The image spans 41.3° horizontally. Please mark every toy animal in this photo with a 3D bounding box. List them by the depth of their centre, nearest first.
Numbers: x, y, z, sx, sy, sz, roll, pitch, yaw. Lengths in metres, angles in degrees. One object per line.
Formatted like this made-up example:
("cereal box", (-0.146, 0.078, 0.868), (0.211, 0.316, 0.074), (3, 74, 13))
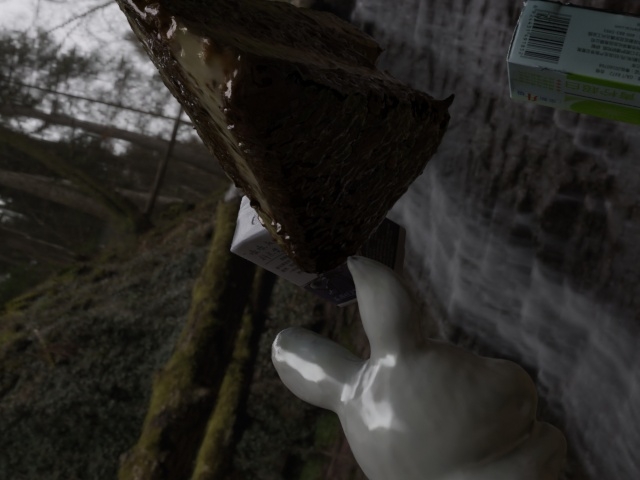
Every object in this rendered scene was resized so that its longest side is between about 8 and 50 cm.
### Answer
("toy animal", (0.100, 0.199, 0.796), (0.241, 0.367, 0.196), (1, -38, -48))

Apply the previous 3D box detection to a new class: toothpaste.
("toothpaste", (0.327, -0.127, 0.700), (0.081, 0.337, 0.067), (45, -118, -70))

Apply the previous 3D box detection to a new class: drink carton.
("drink carton", (-0.001, 0.000, 1.229), (0.222, 0.134, 0.101), (28, -123, -31))

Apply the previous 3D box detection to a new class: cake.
("cake", (-0.034, -0.049, 0.433), (0.135, 0.112, 0.246), (-56, -17, 20))
